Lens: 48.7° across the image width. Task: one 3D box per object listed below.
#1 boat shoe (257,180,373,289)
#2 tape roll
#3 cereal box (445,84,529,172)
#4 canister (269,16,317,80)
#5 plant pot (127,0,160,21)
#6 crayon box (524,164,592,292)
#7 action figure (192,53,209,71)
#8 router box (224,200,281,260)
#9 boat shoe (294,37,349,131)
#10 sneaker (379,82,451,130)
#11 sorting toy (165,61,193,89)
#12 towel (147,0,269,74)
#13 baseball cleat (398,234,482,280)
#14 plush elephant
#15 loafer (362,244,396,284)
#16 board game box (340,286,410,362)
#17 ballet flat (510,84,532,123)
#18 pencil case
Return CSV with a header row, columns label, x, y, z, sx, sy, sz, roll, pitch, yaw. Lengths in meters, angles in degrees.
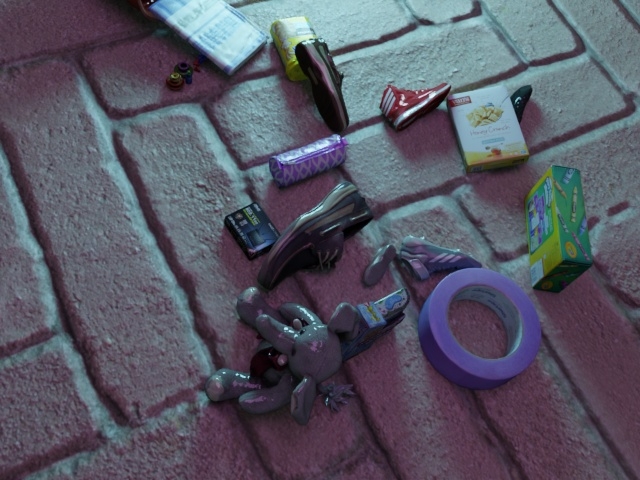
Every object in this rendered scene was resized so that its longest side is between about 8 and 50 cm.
label,x,y,z,sx,sy,sz,roll,pitch,yaw
boat shoe,0.000,0.000,1.673,0.130,0.132,0.355,41,63,11
tape roll,0.373,0.206,1.668,0.274,0.090,0.275,5,62,-9
cereal box,0.460,-0.312,1.964,0.172,0.047,0.240,-11,65,-1
canister,-0.060,-0.539,1.978,0.126,0.073,0.170,-15,65,-19
plant pot,-0.516,-0.774,1.912,0.265,0.272,0.272,27,60,13
crayon box,0.598,-0.029,1.796,0.081,0.165,0.279,8,62,-8
action figure,-0.313,-0.511,1.929,0.030,0.038,0.115,14,63,10
router box,-0.162,-0.024,1.703,0.092,0.038,0.122,-29,72,-25
boat shoe,0.029,-0.421,1.886,0.095,0.095,0.258,-28,99,-28
sneaker,0.256,-0.409,1.970,0.221,0.087,0.128,-35,76,-27
sorting toy,-0.369,-0.443,1.877,0.061,0.042,0.102,22,60,0
towel,-0.301,-0.587,1.934,0.285,0.034,0.209,37,53,-3
baseball cleat,0.292,0.061,1.749,0.205,0.072,0.110,19,74,3
plush elephant,-0.057,0.234,1.464,0.329,0.255,0.272,26,60,2
loafer,0.139,0.061,1.728,0.045,0.039,0.125,50,62,-22
board game box,0.114,0.184,1.563,0.194,0.194,0.060,-25,70,-22
ballet flat,0.576,-0.391,2.058,0.049,0.057,0.173,51,57,-30
pencil case,-0.033,-0.205,1.798,0.206,0.088,0.086,-24,72,-23
